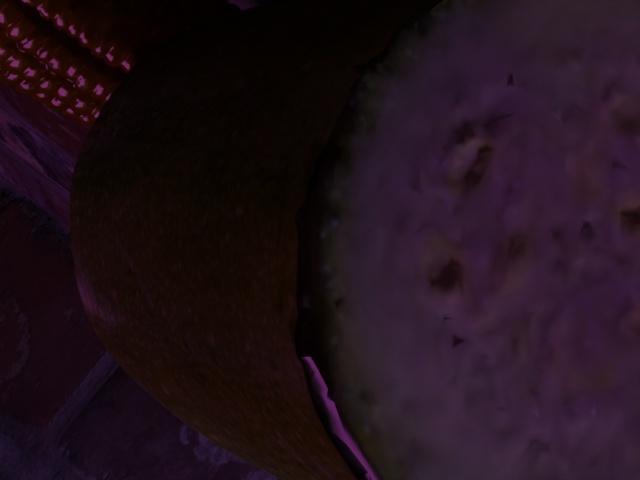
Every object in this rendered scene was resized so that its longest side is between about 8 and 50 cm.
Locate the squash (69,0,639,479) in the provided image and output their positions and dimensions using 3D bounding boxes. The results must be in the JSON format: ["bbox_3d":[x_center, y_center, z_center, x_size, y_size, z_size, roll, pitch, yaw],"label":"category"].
[{"bbox_3d":[0.041,0.002,0.801,0.263,0.263,0.384,42,168,-18],"label":"squash"}]

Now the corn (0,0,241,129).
[{"bbox_3d":[-0.085,-0.103,1.019,0.363,0.120,0.120,26,175,-25],"label":"corn"}]
